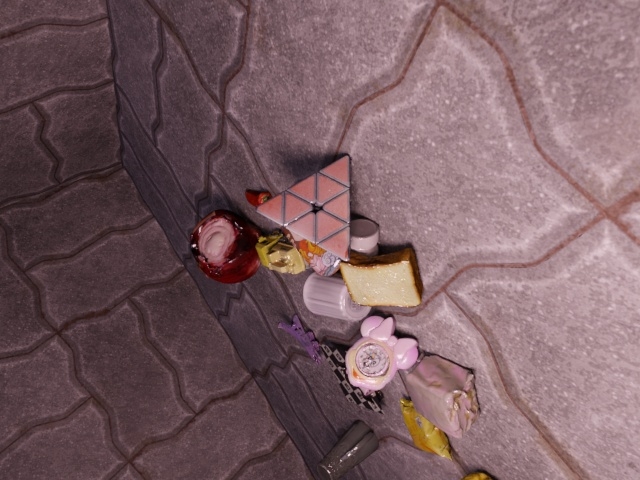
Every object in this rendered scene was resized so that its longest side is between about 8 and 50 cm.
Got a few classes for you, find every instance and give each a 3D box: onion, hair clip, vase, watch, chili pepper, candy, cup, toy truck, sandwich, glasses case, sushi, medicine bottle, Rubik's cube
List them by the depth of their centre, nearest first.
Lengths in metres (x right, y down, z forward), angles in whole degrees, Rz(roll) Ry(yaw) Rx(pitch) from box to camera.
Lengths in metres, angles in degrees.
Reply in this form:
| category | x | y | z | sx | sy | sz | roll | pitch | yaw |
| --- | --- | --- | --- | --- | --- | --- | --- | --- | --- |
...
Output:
| category | x | y | z | sx | sy | sz | roll | pitch | yaw |
| --- | --- | --- | --- | --- | --- | --- | --- | --- | --- |
| sandwich | 0.176 | 0.108 | 1.276 | 0.215 | 0.065 | 0.186 | -6 | 125 | 28 |
| Rubik's cube | -0.001 | -0.078 | 1.307 | 0.233 | 0.229 | 0.228 | -11 | 116 | 42 |
| candy | 0.362 | 0.451 | 1.324 | 0.195 | 0.137 | 0.184 | 16 | 129 | 55 |
| medicine bottle | 0.125 | 0.030 | 1.349 | 0.105 | 0.105 | 0.168 | 34 | 142 | 39 |
| watch | 0.196 | 0.392 | 1.506 | 0.211 | 0.248 | 0.217 | 45 | 174 | 24 |
| glasses case | -0.036 | -0.013 | 1.547 | 0.122 | 0.082 | 0.321 | -50 | 63 | 19 |
| cup | 0.084 | 0.193 | 1.552 | 0.202 | 0.221 | 0.166 | 5 | 86 | 53 |
| toy truck | -0.154 | 0.056 | 1.764 | 0.272 | 0.157 | 0.124 | 16 | 129 | 52 |
| chili pepper | -0.249 | -0.168 | 1.813 | 0.063 | 0.071 | 0.272 | 30 | 174 | -32 |
| sushi | 0.144 | 0.553 | 1.842 | 0.292 | 0.059 | 0.294 | -10 | 108 | 59 |
| vase | 0.126 | 0.951 | 2.009 | 0.156 | 0.301 | 0.251 | 50 | 141 | 17 |
| onion | -0.411 | 0.043 | 2.012 | 0.341 | 0.341 | 0.341 | 38 | 145 | 34 |
| hair clip | -0.076 | 0.450 | 2.084 | 0.278 | 0.090 | 0.137 | 40 | 145 | 24 |

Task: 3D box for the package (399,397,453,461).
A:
| category | x | y | z | sx | sy | sz | roll | pitch | yaw |
| --- | --- | --- | --- | --- | --- | --- | --- | --- | --- |
| package | 0.364 | 0.651 | 1.547 | 0.168 | 0.090 | 0.226 | -20 | 96 | 59 |

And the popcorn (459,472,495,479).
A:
| category | x | y | z | sx | sy | sz | roll | pitch | yaw |
| --- | --- | --- | --- | --- | --- | --- | --- | --- | --- |
| popcorn | 0.514 | 0.852 | 1.381 | 0.226 | 0.203 | 0.200 | 50 | 166 | -19 |
